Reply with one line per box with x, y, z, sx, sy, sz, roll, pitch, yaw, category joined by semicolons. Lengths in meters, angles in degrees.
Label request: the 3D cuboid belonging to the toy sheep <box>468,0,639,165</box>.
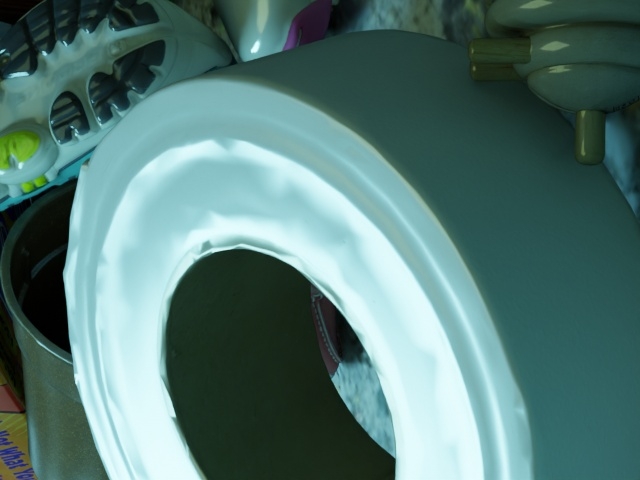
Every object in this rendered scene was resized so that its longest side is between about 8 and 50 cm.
0.100;-0.094;0.680;0.091;0.091;0.132;-6;83;63;toy sheep

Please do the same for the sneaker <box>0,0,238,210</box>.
-0.168;-0.054;0.996;0.275;0.110;0.107;-19;73;27;sneaker

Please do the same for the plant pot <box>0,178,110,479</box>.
-0.109;0.073;1.054;0.165;0.167;0.167;103;149;-44;plant pot

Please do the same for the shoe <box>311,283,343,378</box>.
0.000;0.000;0.920;0.063;0.081;0.178;-93;-16;-56;shoe

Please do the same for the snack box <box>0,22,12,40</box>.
-0.360;-0.105;1.492;0.207;0.174;0.070;125;137;-53;snack box

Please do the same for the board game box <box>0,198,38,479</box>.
-0.391;0.034;1.243;0.356;0.356;0.356;82;173;-66;board game box

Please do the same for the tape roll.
0.012;0.055;0.766;0.286;0.100;0.286;22;122;40;tape roll

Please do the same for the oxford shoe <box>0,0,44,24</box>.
-0.168;-0.217;1.112;0.348;0.123;0.130;117;158;-79;oxford shoe

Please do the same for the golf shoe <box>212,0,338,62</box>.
-0.079;-0.226;0.962;0.115;0.140;0.306;-43;57;55;golf shoe
